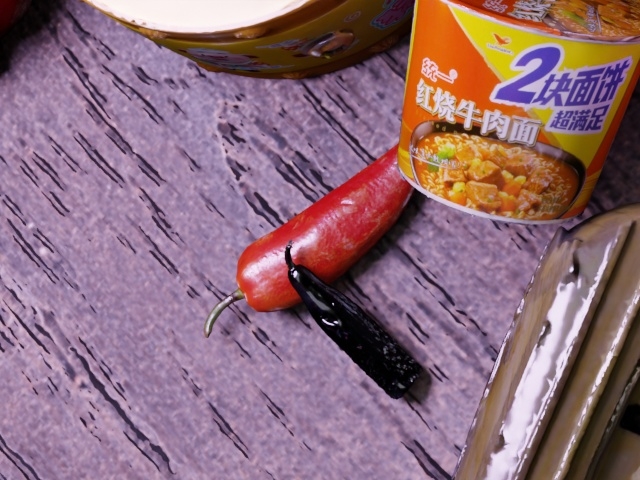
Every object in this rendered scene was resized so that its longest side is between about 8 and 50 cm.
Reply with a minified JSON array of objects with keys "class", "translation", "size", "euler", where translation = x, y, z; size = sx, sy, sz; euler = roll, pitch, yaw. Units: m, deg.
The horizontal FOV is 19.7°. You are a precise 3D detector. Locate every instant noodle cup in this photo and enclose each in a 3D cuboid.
[{"class":"instant noodle cup","translation":[0.158,-0.120,1.494],"size":[0.213,0.213,0.174],"euler":[20,114,19]}]

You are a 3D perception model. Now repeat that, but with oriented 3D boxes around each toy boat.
[{"class":"toy boat","translation":[0.212,0.163,1.490],"size":[0.162,0.136,0.446],"euler":[21,92,-11]}]

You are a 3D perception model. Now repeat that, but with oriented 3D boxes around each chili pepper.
[{"class":"chili pepper","translation":[0.000,0.000,1.618],"size":[0.272,0.063,0.071],"euler":[-38,87,8]}]

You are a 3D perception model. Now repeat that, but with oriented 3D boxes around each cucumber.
[{"class":"cucumber","translation":[0.019,0.070,1.585],"size":[0.163,0.039,0.043],"euler":[43,115,-7]}]

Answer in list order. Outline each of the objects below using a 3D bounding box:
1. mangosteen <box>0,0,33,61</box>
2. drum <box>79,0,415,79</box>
[{"class":"mangosteen","translation":[-0.364,-0.232,1.700],"size":[0.215,0.215,0.258],"euler":[27,128,19]},{"class":"drum","translation":[-0.057,-0.354,1.591],"size":[0.431,0.214,0.431],"euler":[-2,83,17]}]
